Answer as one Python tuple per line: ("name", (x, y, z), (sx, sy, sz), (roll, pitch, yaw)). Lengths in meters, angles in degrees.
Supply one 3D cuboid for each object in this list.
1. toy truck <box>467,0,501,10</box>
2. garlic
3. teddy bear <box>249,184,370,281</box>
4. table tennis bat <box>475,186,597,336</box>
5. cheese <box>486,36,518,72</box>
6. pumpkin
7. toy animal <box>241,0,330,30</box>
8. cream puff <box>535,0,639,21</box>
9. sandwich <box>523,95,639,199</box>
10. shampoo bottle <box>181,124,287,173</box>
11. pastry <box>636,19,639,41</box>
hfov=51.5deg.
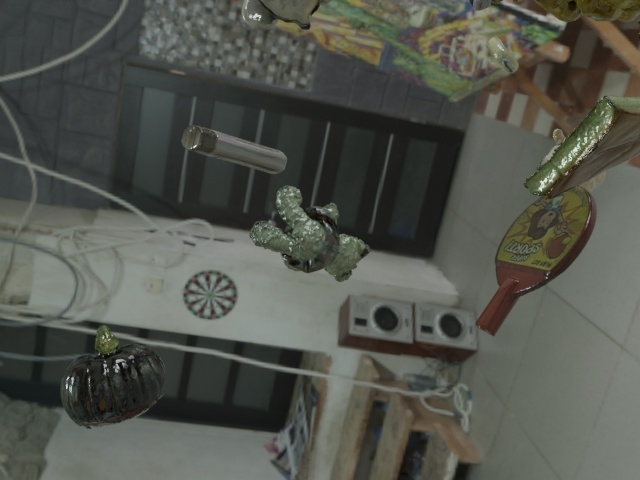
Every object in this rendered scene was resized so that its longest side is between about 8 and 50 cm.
("toy truck", (0.353, -0.504, 1.320), (0.052, 0.123, 0.063), (58, -170, -73))
("garlic", (0.747, -0.255, 1.986), (0.199, 0.199, 0.226), (-93, -23, -49))
("teddy bear", (-0.001, 0.003, 1.110), (0.133, 0.213, 0.111), (-58, 21, 8))
("table tennis bat", (0.497, 0.042, 1.564), (0.415, 0.051, 0.268), (-55, 19, -6))
("cheese", (0.566, -0.558, 2.038), (0.049, 0.127, 0.235), (-38, 12, 22))
("pumpkin", (-0.589, 0.380, 1.881), (0.296, 0.295, 0.296), (-171, 90, -79))
("toy animal", (-0.073, -0.651, 1.710), (0.289, 0.248, 0.174), (-73, -29, -50))
("cream puff", (0.603, -0.597, 1.410), (0.324, 0.257, 0.291), (40, 152, 35))
("sandwich", (0.552, -0.174, 1.292), (0.245, 0.212, 0.063), (-56, 50, 47))
("shampoo bottle", (-0.184, -0.196, 1.443), (0.086, 0.227, 0.056), (16, 93, 48))
("pastry", (0.936, -0.605, 1.815), (0.097, 0.115, 0.209), (46, -117, -57))
